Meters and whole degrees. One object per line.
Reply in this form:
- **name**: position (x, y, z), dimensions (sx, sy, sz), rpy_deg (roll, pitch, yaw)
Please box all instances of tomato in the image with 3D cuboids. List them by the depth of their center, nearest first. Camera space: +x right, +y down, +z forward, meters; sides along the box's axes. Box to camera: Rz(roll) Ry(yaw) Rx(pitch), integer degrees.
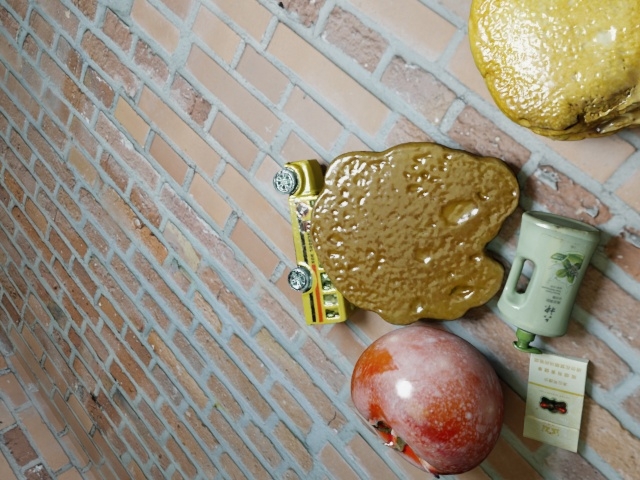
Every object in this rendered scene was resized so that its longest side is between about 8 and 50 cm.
- **tomato**: position (0.195, 0.275, 0.896), dimensions (0.270, 0.227, 0.270), rpy_deg (36, 153, 21)

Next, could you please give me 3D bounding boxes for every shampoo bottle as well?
- **shampoo bottle**: position (0.362, 0.078, 0.828), dimensions (0.118, 0.087, 0.235), rpy_deg (19, 111, 27)

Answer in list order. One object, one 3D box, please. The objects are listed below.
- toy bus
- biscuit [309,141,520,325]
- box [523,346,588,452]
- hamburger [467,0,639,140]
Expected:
- **toy bus**: position (0.000, 0.000, 1.045), dimensions (0.122, 0.121, 0.336), rpy_deg (-4, 98, 26)
- **biscuit**: position (0.171, -0.020, 0.907), dimensions (0.380, 0.074, 0.359), rpy_deg (-25, 96, 17)
- **box**: position (0.409, 0.277, 0.879), dimensions (0.089, 0.024, 0.167), rpy_deg (8, 104, 33)
- **hamburger**: position (0.368, -0.290, 0.692), dimensions (0.289, 0.170, 0.315), rpy_deg (-25, 87, 39)
